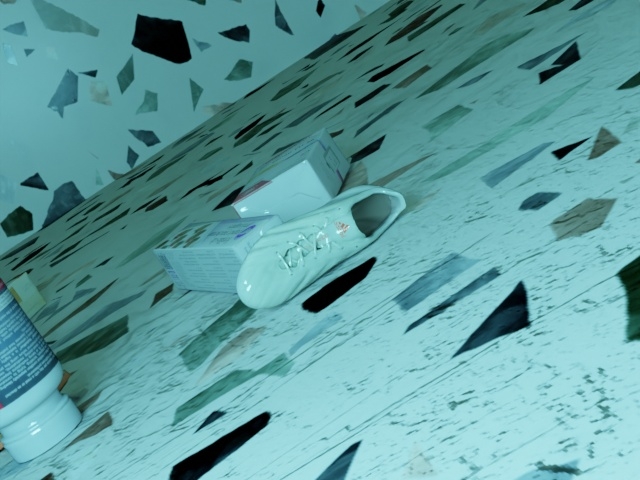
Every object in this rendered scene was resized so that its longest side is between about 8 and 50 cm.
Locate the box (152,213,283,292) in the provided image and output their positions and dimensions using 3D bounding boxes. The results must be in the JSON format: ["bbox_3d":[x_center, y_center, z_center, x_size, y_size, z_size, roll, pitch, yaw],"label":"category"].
[{"bbox_3d":[-0.112,0.018,1.488,0.063,0.067,0.324,-37,12,-19],"label":"box"}]

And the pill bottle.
[{"bbox_3d":[-0.323,0.129,1.300,0.108,0.180,0.108,-32,12,7],"label":"pill bottle"}]

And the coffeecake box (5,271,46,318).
[{"bbox_3d":[-0.575,0.144,2.176,0.185,0.068,0.142,-28,12,20],"label":"coffeecake box"}]

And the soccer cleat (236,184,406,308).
[{"bbox_3d":[0.000,0.000,1.269,0.196,0.068,0.076,-36,15,-28],"label":"soccer cleat"}]

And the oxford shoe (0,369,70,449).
[{"bbox_3d":[-0.401,0.195,1.435,0.271,0.098,0.097,-30,12,16],"label":"oxford shoe"}]

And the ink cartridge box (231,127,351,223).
[{"bbox_3d":[-0.032,-0.077,1.651,0.115,0.067,0.198,-30,12,17],"label":"ink cartridge box"}]
